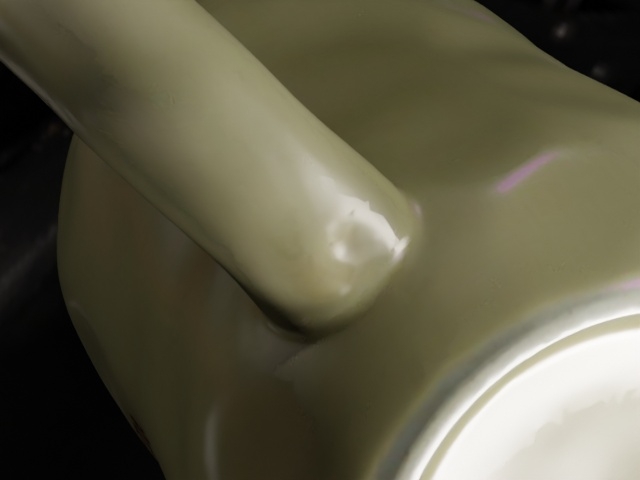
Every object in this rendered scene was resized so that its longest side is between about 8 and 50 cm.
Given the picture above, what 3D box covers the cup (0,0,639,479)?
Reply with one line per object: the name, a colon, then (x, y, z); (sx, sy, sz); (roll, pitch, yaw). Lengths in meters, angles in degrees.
cup: (0.018, -0.007, 0.513); (0.173, 0.255, 0.202); (-26, -148, -11)
